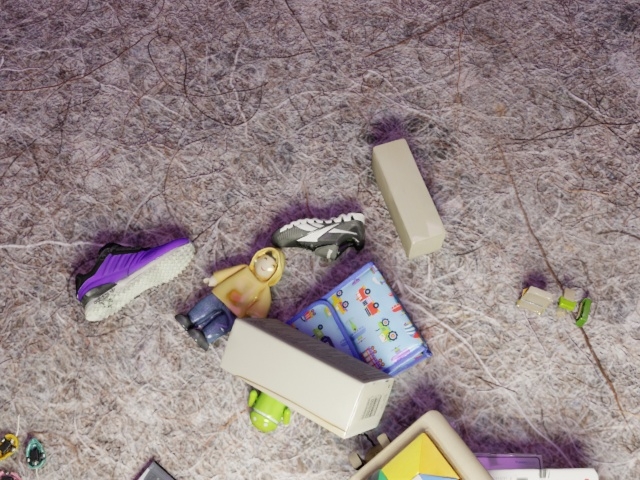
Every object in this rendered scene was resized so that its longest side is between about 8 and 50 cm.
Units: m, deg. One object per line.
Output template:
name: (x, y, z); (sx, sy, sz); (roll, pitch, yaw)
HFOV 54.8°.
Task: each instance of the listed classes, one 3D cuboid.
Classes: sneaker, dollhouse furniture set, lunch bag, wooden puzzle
sneaker: (-0.445, 0.051, 1.445); (0.293, 0.102, 0.146); (-32, 68, -11)
dollhouse furniture set: (0.525, 0.134, 1.385); (0.151, 0.076, 0.059); (21, 56, 10)
sneaker: (0.000, 0.000, 1.461); (0.234, 0.078, 0.106); (-10, 63, -4)
lunch bag: (0.058, 0.225, 1.348); (0.293, 0.138, 0.221); (-33, 68, 6)
wooden puzzle: (0.171, 0.442, 1.071); (0.238, 0.044, 0.221); (-38, 46, -2)

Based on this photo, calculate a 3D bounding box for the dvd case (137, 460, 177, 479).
dvd case: (-0.351, 0.597, 1.232); (0.179, 0.030, 0.239); (34, 72, 18)

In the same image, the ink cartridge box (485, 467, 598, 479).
ink cartridge box: (0.398, 0.494, 1.120); (0.202, 0.086, 0.148); (0, 66, 0)

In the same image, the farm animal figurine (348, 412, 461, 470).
farm animal figurine: (0.149, 0.526, 1.170); (0.330, 0.172, 0.327); (-23, 48, 12)

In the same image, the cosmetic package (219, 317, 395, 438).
cosmetic package: (-0.028, 0.263, 1.233); (0.309, 0.160, 0.113); (21, 93, 30)

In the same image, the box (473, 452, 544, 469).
box: (0.352, 0.563, 1.187); (0.169, 0.087, 0.290); (-1, 66, 2)

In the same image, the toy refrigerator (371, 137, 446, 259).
toy refrigerator: (0.211, -0.103, 1.485); (0.094, 0.102, 0.270); (-17, 66, -5)

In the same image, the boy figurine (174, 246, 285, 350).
boy figurine: (-0.183, 0.127, 1.407); (0.285, 0.092, 0.177); (-39, 67, -11)

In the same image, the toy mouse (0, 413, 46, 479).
toy mouse: (-0.629, 0.476, 1.300); (0.143, 0.031, 0.161); (27, 70, 14)

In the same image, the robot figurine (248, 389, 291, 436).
robot figurine: (-0.106, 0.354, 1.312); (0.101, 0.067, 0.115); (24, 69, 17)
